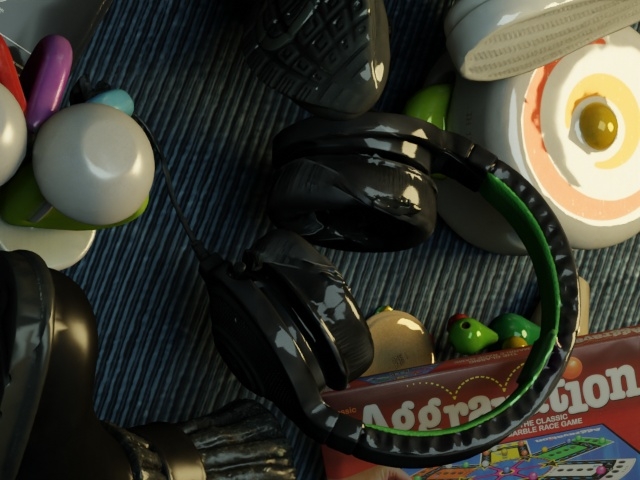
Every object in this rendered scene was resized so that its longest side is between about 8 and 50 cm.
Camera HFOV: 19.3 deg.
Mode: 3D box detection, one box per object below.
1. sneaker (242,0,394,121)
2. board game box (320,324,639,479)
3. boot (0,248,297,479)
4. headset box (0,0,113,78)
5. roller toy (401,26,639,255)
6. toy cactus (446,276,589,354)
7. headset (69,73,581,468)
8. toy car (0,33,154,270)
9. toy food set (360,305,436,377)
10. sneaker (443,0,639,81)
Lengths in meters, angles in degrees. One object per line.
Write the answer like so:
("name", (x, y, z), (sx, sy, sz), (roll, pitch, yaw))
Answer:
("sneaker", (0.008, -0.158, 1.349), (0.109, 0.286, 0.130), (-42, 121, 13))
("board game box", (0.142, 0.156, 1.440), (0.281, 0.027, 0.145), (-11, 105, 0))
("boot", (-0.129, 0.140, 1.257), (0.260, 0.131, 0.348), (-4, 133, -26))
("headset box", (-0.252, -0.232, 1.259), (0.246, 0.131, 0.283), (33, 77, -26))
("roller toy", (0.187, -0.087, 1.501), (0.209, 0.146, 0.191), (-45, 108, -24))
("toy cactus", (0.180, 0.111, 1.528), (0.219, 0.112, 0.180), (36, 52, -20))
("headset", (0.000, 0.000, 1.338), (0.394, 0.185, 0.243), (26, 72, 3))
("toy car", (-0.190, -0.067, 1.158), (0.182, 0.159, 0.136), (13, 66, -22))
("toy food set", (0.058, 0.096, 1.490), (0.082, 0.020, 0.083), (-47, 108, -23))
("sneaker", (0.160, -0.228, 1.398), (0.292, 0.108, 0.169), (-25, 77, -43))
